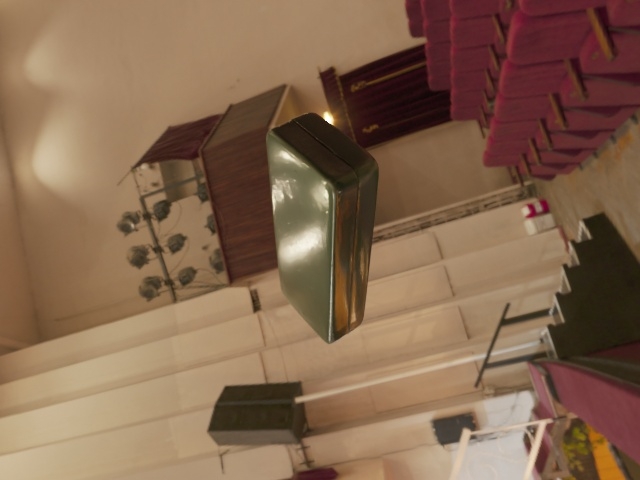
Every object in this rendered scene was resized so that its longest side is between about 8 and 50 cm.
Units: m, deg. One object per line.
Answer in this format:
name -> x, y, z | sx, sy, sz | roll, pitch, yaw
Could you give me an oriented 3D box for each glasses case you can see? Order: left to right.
glasses case -> 0.000, 0.000, 0.379 | 0.078, 0.039, 0.184 | 44, 150, 32
